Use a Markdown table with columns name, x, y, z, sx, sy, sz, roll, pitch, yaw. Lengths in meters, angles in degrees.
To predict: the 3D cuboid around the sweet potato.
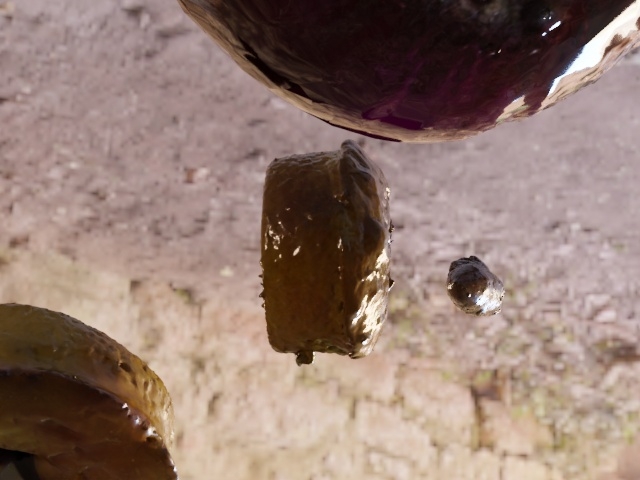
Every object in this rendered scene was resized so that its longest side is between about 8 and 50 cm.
| name | x | y | z | sx | sy | sz | roll | pitch | yaw |
| --- | --- | --- | --- | --- | --- | --- | --- | --- | --- |
| sweet potato | 0.174 | 0.054 | 1.491 | 0.060 | 0.068 | 0.206 | -7 | 165 | 13 |

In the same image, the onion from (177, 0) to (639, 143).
| name | x | y | z | sx | sy | sz | roll | pitch | yaw |
| --- | --- | --- | --- | --- | --- | --- | --- | --- | --- |
| onion | 0.027 | -0.206 | 0.715 | 0.260 | 0.282 | 0.337 | -35 | 125 | 6 |

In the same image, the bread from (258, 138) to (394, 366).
| name | x | y | z | sx | sy | sz | roll | pitch | yaw |
| --- | --- | --- | --- | --- | --- | --- | --- | --- | --- |
| bread | 0.000 | 0.000 | 1.356 | 0.143 | 0.229 | 0.139 | -5 | 154 | 7 |

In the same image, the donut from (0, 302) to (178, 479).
| name | x | y | z | sx | sy | sz | roll | pitch | yaw |
| --- | --- | --- | --- | --- | --- | --- | --- | --- | --- |
| donut | -0.227 | 0.147 | 1.023 | 0.253 | 0.118 | 0.253 | 9 | 142 | 7 |
